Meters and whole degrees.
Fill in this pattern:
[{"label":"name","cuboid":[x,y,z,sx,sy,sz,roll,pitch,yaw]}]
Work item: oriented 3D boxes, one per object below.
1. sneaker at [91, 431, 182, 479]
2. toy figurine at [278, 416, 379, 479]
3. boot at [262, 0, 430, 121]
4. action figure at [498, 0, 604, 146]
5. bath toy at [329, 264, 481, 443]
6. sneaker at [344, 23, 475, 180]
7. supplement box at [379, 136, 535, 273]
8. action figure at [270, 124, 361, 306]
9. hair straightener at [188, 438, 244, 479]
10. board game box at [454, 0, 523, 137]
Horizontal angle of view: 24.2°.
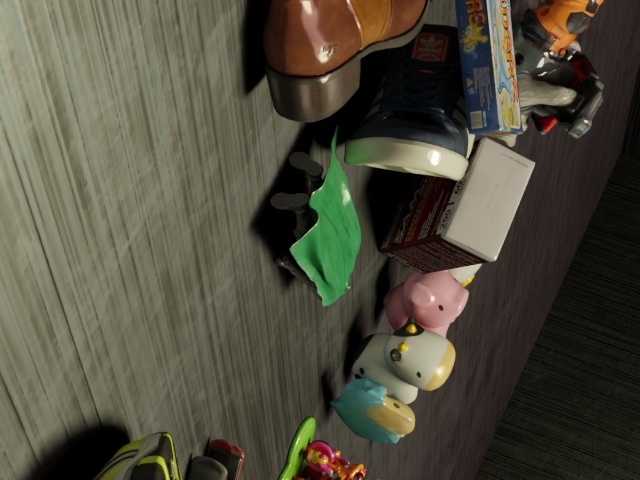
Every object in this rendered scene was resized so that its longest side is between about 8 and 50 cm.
[{"label":"sneaker","cuboid":[-0.180,0.261,1.126,0.384,0.147,0.145,-76,154,-71]},{"label":"toy figurine","cuboid":[0.032,0.323,1.837,0.130,0.159,0.173,-27,135,-68]},{"label":"boot","cuboid":[0.018,-0.281,1.243,0.264,0.096,0.280,-47,146,-38]},{"label":"action figure","cuboid":[0.305,-0.296,2.111,0.341,0.178,0.330,-107,-142,-70]},{"label":"bath toy","cuboid":[0.127,0.090,1.942,0.129,0.151,0.348,57,47,-37]},{"label":"sneaker","cuboid":[0.106,-0.152,1.564,0.350,0.131,0.148,-54,153,-77]},{"label":"supplement box","cuboid":[0.159,-0.037,1.795,0.130,0.073,0.239,-67,-168,-12]},{"label":"action figure","cuboid":[0.000,0.000,1.507,0.232,0.063,0.137,73,38,-59]},{"label":"hair straightener","cuboid":[-0.136,0.313,1.494,0.089,0.047,0.230,-34,145,-64]},{"label":"board game box","cuboid":[0.171,-0.209,1.538,0.136,0.035,0.201,-10,94,-73]}]
